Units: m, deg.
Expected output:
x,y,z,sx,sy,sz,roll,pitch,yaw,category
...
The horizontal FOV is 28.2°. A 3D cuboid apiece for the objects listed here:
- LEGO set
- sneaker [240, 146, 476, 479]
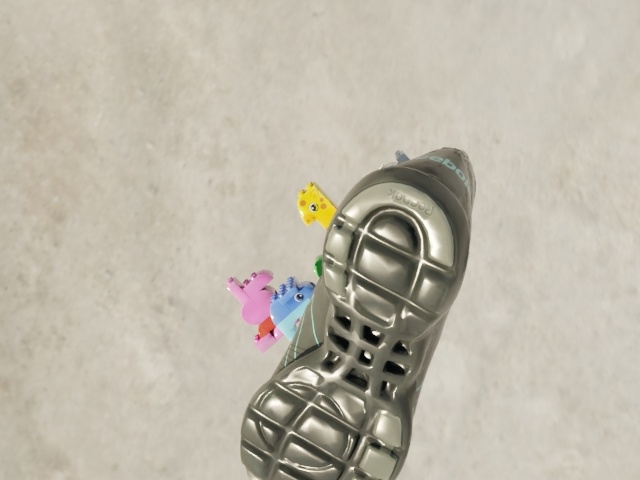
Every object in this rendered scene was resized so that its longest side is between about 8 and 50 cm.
x,y,z,sx,sy,sz,roll,pitch,yaw,category
0.000,0.000,1.106,0.227,0.087,0.093,-42,100,8,LEGO set
0.033,0.061,0.769,0.101,0.106,0.267,29,123,7,sneaker
